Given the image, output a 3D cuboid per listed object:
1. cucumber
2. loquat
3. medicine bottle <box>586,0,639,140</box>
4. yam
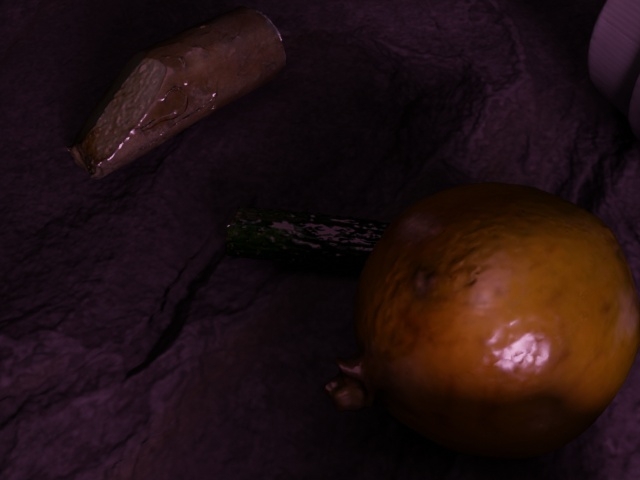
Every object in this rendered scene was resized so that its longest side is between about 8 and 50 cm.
[{"bbox_3d":[0.000,0.001,0.700,0.187,0.058,0.058,6,55,10],"label":"cucumber"},{"bbox_3d":[0.116,0.068,0.558,0.246,0.213,0.213,-25,56,-12],"label":"loquat"},{"bbox_3d":[0.417,-0.135,0.649,0.245,0.245,0.306,-22,48,-11],"label":"medicine bottle"},{"bbox_3d":[-0.169,-0.172,0.818,0.259,0.106,0.106,-34,58,-21],"label":"yam"}]
